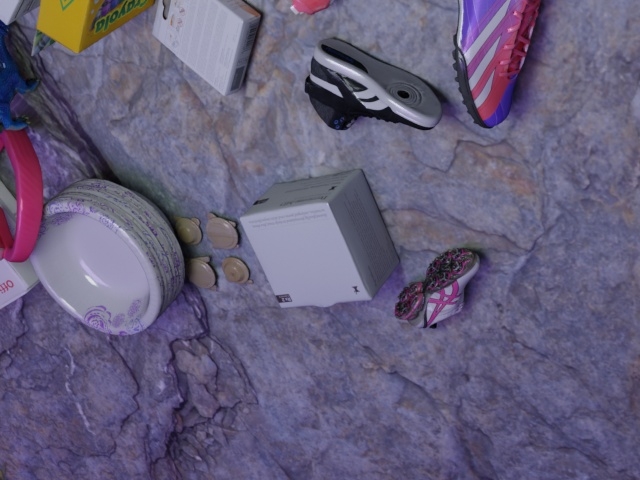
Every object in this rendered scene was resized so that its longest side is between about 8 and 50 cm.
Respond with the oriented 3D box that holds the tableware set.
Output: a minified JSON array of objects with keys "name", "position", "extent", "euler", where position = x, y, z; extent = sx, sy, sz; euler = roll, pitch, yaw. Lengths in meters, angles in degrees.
[{"name":"tableware set","position":[-0.193,0.021,1.980],"extent":[0.141,0.020,0.169],"euler":[4,124,29]}]

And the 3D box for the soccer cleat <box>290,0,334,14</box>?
[{"name":"soccer cleat","position":[-0.059,-0.430,1.554],"extent":[0.095,0.083,0.248],"euler":[-34,96,12]}]

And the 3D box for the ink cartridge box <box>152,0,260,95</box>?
[{"name":"ink cartridge box","position":[-0.179,-0.332,1.724],"extent":[0.179,0.045,0.145],"euler":[43,137,23]}]

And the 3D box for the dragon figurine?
[{"name":"dragon figurine","position":[-0.569,-0.250,1.900],"extent":[0.085,0.289,0.144],"euler":[1,159,33]}]

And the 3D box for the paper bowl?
[{"name":"paper bowl","position":[-0.371,0.019,2.001],"extent":[0.284,0.148,0.284],"euler":[16,127,21]}]

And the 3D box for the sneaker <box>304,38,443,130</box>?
[{"name":"sneaker","position":[0.075,-0.197,1.631],"extent":[0.217,0.079,0.121],"euler":[35,136,17]}]

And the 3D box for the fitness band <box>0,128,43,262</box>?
[{"name":"fitness band","position":[-0.563,-0.089,1.995],"extent":[0.291,0.054,0.209],"euler":[53,130,45]}]

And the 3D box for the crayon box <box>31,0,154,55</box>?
[{"name":"crayon box","position":[-0.307,-0.414,1.620],"extent":[0.083,0.203,0.323],"euler":[32,133,8]}]

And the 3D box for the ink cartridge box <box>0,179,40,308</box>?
[{"name":"ink cartridge box","position":[-0.677,-0.009,2.189],"extent":[0.207,0.117,0.283],"euler":[-26,105,40]}]

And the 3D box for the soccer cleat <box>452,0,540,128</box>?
[{"name":"soccer cleat","position":[0.236,-0.290,1.444],"extent":[0.116,0.109,0.318],"euler":[5,121,24]}]

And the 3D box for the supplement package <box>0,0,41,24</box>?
[{"name":"supplement package","position":[-0.466,-0.506,1.693],"extent":[0.204,0.145,0.262],"euler":[43,132,-2]}]

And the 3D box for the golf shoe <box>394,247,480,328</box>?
[{"name":"golf shoe","position":[0.199,0.076,1.756],"extent":[0.086,0.068,0.186],"euler":[24,136,-21]}]

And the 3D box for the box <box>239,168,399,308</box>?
[{"name":"box","position":[0.000,0.000,1.779],"extent":[0.181,0.119,0.182],"euler":[-8,117,35]}]
